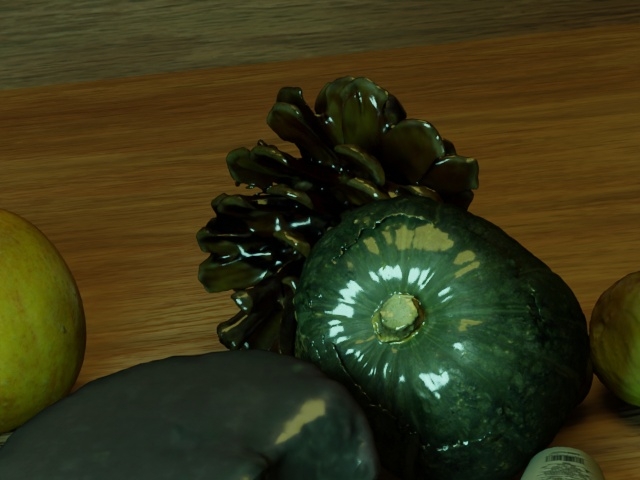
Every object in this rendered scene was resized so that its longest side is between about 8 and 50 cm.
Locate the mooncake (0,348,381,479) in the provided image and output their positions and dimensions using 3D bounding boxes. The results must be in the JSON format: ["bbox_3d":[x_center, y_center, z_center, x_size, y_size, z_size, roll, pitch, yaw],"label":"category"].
[{"bbox_3d":[-0.145,0.264,1.735,0.381,0.212,0.351,-26,34,-30],"label":"mooncake"}]

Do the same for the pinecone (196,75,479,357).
[{"bbox_3d":[0.000,0.000,2.274,0.385,0.384,0.384,-4,20,2],"label":"pinecone"}]

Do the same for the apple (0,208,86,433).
[{"bbox_3d":[-0.435,0.096,2.195,0.299,0.275,0.299,-10,20,4],"label":"apple"}]

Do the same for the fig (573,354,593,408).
[{"bbox_3d":[0.221,0.149,2.152,0.124,0.124,0.236,-18,12,-33],"label":"fig"}]

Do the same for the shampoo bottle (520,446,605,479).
[{"bbox_3d":[0.241,0.291,1.781,0.127,0.078,0.257,9,20,5],"label":"shampoo bottle"}]

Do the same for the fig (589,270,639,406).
[{"bbox_3d":[0.397,0.154,2.076,0.159,0.159,0.257,-5,40,-1],"label":"fig"}]

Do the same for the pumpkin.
[{"bbox_3d":[0.119,0.108,1.955,0.328,0.291,0.257,29,-5,20],"label":"pumpkin"}]
